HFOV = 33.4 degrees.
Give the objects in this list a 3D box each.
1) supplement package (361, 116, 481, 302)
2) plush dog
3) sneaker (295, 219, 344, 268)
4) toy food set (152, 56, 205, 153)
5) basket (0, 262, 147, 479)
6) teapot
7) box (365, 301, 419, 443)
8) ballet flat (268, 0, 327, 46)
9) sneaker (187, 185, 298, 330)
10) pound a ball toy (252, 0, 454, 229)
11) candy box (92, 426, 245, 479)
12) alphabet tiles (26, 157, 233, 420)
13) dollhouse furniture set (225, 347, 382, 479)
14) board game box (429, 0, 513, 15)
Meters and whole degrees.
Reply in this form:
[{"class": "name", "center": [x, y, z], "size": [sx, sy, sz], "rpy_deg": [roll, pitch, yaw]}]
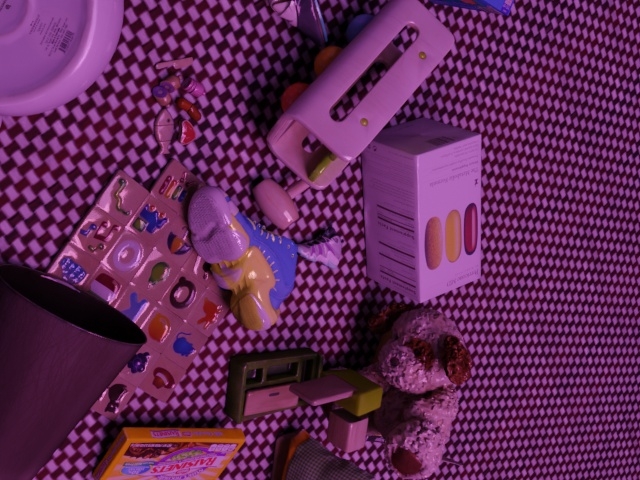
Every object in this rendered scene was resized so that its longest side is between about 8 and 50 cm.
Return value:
[{"class": "supplement package", "center": [0.159, -0.050, 1.666], "size": [0.139, 0.134, 0.244], "rpy_deg": [-20, 119, -32]}, {"class": "plush dog", "center": [0.154, 0.217, 1.664], "size": [0.210, 0.262, 0.225], "rpy_deg": [2, 109, -40]}, {"class": "sneaker", "center": [0.000, 0.000, 1.624], "size": [0.098, 0.038, 0.069], "rpy_deg": [21, 92, -51]}, {"class": "toy food set", "center": [-0.185, -0.177, 1.413], "size": [0.078, 0.019, 0.122], "rpy_deg": [-18, 117, -33]}, {"class": "basket", "center": [-0.357, 0.173, 1.313], "size": [0.204, 0.154, 0.227], "rpy_deg": [27, 98, -23]}, {"class": "teapot", "center": [-0.321, -0.261, 1.163], "size": [0.256, 0.187, 0.253], "rpy_deg": [-15, 99, 7]}, {"class": "box", "center": [0.127, 0.226, 1.798], "size": [0.087, 0.058, 0.232], "rpy_deg": [15, 97, -41]}, {"class": "ballet flat", "center": [-0.042, -0.350, 1.438], "size": [0.074, 0.074, 0.203], "rpy_deg": [-34, 131, -25]}, {"class": "sneaker", "center": [-0.103, 0.005, 1.508], "size": [0.126, 0.091, 0.240], "rpy_deg": [-47, 132, -40]}, {"class": "pound a ball toy", "center": [0.021, -0.188, 1.510], "size": [0.136, 0.208, 0.319], "rpy_deg": [42, 64, -3]}, {"class": "candy box", "center": [-0.216, 0.313, 1.545], "size": [0.206, 0.027, 0.105], "rpy_deg": [9, 129, -40]}, {"class": "alphabet tiles", "center": [-0.245, 0.071, 1.466], "size": [0.285, 0.011, 0.343], "rpy_deg": [41, 79, -41]}, {"class": "dollhouse furniture set", "center": [-0.035, 0.338, 1.614], "size": [0.151, 0.197, 0.302], "rpy_deg": [-6, 110, -39]}, {"class": "board game box", "center": [0.156, -0.388, 1.517], "size": [0.210, 0.160, 0.047], "rpy_deg": [18, 94, -42]}]
